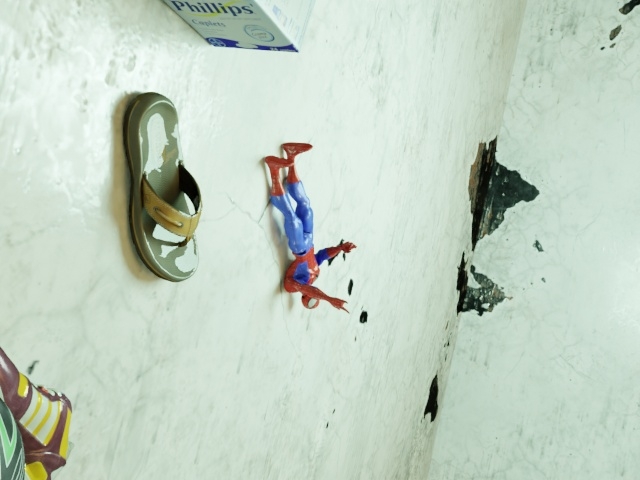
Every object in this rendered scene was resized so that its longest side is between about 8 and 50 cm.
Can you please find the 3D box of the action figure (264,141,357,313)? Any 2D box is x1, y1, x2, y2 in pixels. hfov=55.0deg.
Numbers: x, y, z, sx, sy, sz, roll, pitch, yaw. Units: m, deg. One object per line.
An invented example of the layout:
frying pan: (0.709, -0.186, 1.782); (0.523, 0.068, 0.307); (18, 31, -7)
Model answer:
action figure: (0.000, 0.000, 0.943); (0.091, 0.139, 0.280); (-46, 141, -46)

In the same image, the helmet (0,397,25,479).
helmet: (-0.282, 0.166, 0.405); (0.169, 0.162, 0.169); (-33, 129, -55)

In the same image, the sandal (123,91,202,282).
sandal: (-0.161, -0.051, 0.677); (0.090, 0.060, 0.219); (-32, 127, -56)

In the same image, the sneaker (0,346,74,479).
sneaker: (-0.269, 0.145, 0.543); (0.084, 0.070, 0.185); (-55, 152, -55)

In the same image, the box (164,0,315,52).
box: (-0.093, -0.267, 0.657); (0.137, 0.126, 0.072); (30, 75, -62)
